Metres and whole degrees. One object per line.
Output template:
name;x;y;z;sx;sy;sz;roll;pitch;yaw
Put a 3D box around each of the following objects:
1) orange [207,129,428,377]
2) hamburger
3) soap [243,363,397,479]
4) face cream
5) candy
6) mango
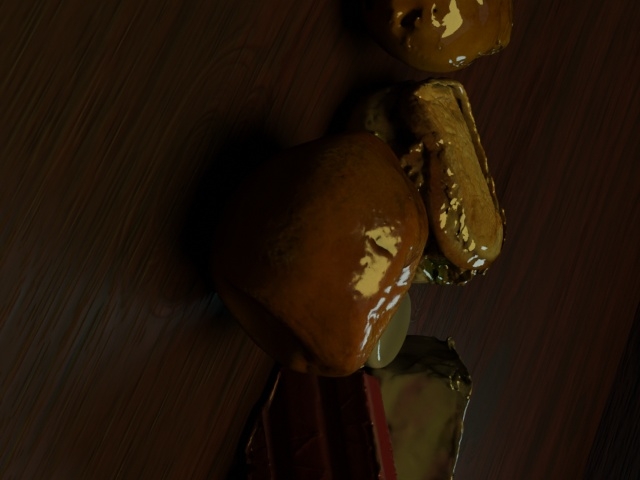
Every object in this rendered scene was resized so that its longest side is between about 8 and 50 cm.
orange;0.000;0.000;0.939;0.249;0.183;0.249;-61;169;-20
hamburger;0.129;-0.067;1.161;0.286;0.146;0.243;50;39;-42
soap;0.002;0.242;1.079;0.099;0.162;0.249;39;38;-57
face cream;0.042;0.090;1.146;0.117;0.104;0.117;-37;134;-51
candy;0.111;0.222;1.257;0.185;0.137;0.195;-92;-170;-77
mango;0.142;-0.258;1.101;0.249;0.151;0.155;1;69;-59
